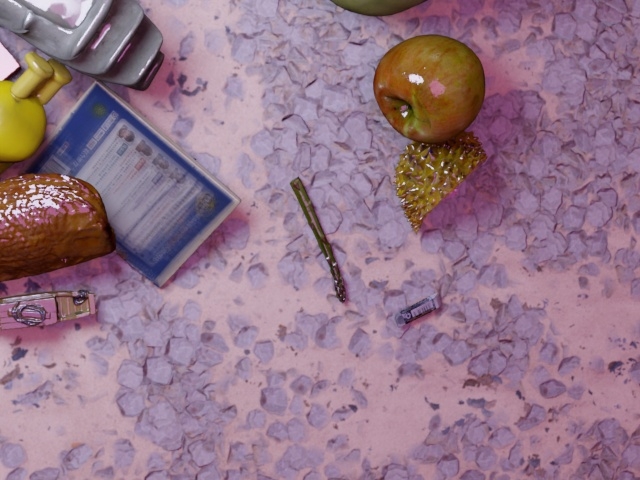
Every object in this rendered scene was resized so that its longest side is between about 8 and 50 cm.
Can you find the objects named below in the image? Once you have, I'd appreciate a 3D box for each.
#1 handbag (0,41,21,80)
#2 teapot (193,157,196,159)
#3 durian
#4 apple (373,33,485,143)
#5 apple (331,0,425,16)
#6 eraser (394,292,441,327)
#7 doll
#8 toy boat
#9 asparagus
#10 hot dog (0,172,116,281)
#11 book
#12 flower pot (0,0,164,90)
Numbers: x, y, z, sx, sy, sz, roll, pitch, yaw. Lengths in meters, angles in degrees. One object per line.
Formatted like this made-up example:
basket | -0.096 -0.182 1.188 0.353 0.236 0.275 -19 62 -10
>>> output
handbag | -0.616 -0.279 1.833 0.190 0.063 0.127 -41 102 -8
teapot | -0.259 -0.117 1.929 0.083 0.049 0.063 3 94 -12
durian | 0.219 -0.122 2.015 0.182 0.165 0.132 -24 142 13
apple | 0.199 -0.273 1.944 0.196 0.196 0.196 -1 95 -12
apple | 0.100 -0.564 1.826 0.357 0.357 0.357 -1 95 -12
eraser | 0.184 0.131 2.062 0.099 0.019 0.027 -26 114 -8
doll | -0.550 -0.155 1.812 0.363 0.199 0.145 -44 71 14
toy boat | -0.486 0.120 1.887 0.200 0.077 0.057 -6 95 -11
asparagus | 0.000 0.000 2.009 0.025 0.024 0.248 -16 102 33
hot dog | -0.484 -0.012 1.821 0.272 0.122 0.196 -15 142 -2
book | -0.330 -0.093 1.898 0.322 0.018 0.228 41 106 -13
flower pot | -0.417 -0.376 1.766 0.367 0.254 0.164 31 85 -12
